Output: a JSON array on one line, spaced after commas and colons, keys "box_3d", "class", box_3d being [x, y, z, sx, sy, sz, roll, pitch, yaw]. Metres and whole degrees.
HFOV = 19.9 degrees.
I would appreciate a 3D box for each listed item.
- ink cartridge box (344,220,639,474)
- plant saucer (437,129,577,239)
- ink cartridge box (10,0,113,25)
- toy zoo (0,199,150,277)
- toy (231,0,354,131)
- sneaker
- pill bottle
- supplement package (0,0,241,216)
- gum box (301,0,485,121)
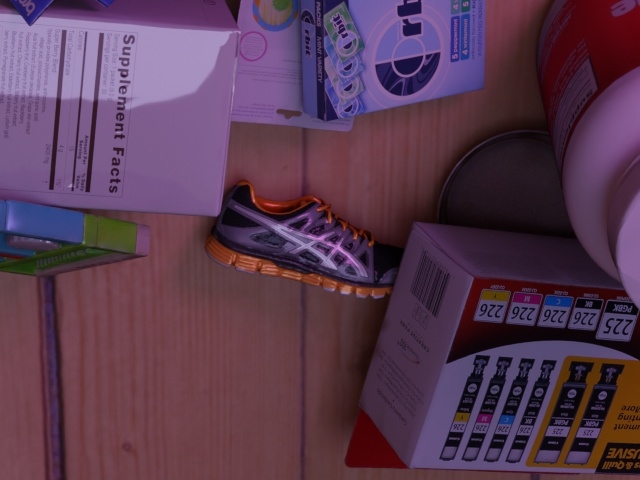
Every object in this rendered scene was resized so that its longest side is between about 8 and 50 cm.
[{"box_3d": [0.210, 0.140, 1.780, 0.310, 0.130, 0.271, 5, 113, -27], "class": "ink cartridge box"}, {"box_3d": [0.194, -0.033, 1.802, 0.169, 0.029, 0.168, -3, 110, -9], "class": "plant saucer"}, {"box_3d": [-0.164, -0.331, 1.516, 0.311, 0.186, 0.065, -43, 151, 6], "class": "ink cartridge box"}, {"box_3d": [-0.322, -0.009, 1.584, 0.293, 0.192, 0.030, 10, 77, -37], "class": "toy zoo"}, {"box_3d": [-0.019, -0.225, 1.668, 0.137, 0.056, 0.237, 4, 107, -27], "class": "toy"}, {"box_3d": [0.000, 0.000, 1.752, 0.215, 0.084, 0.083, 11, 101, -15], "class": "sneaker"}, {"box_3d": [0.316, -0.090, 1.579, 0.229, 0.407, 0.229, 0, 118, 1], "class": "pill bottle"}, {"box_3d": [-0.231, -0.138, 1.601, 0.293, 0.177, 0.175, 3, 110, -12], "class": "supplement package"}, {"box_3d": [0.069, -0.203, 1.671, 0.184, 0.041, 0.157, -15, 115, -31], "class": "gum box"}]
